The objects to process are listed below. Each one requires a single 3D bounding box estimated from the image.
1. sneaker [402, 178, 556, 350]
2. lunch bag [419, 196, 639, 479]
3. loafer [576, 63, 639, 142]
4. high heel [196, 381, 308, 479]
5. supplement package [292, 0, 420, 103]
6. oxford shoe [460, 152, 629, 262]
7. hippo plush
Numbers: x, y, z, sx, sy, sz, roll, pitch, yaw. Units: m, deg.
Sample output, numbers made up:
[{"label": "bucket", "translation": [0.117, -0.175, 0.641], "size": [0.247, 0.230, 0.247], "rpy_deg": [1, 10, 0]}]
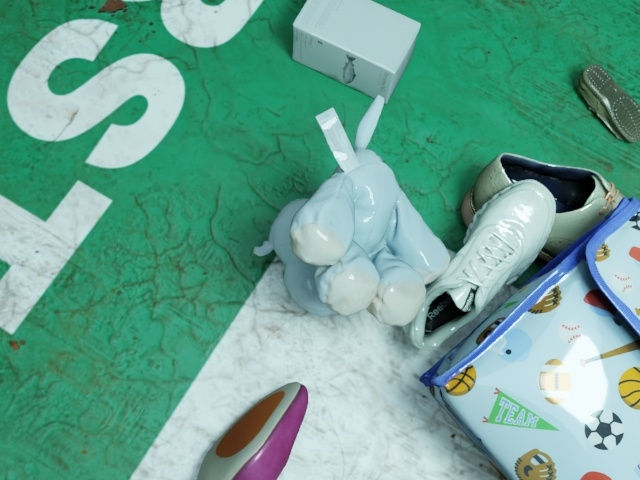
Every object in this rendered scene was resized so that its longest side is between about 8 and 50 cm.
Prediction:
[{"label": "sneaker", "translation": [0.223, 0.043, 1.123], "size": [0.110, 0.118, 0.292], "rpy_deg": [39, 101, 3]}, {"label": "lunch bag", "translation": [0.379, 0.175, 1.054], "size": [0.385, 0.239, 0.328], "rpy_deg": [-39, 83, -5]}, {"label": "loafer", "translation": [0.476, -0.224, 1.323], "size": [0.056, 0.050, 0.148], "rpy_deg": [-35, 92, -10]}, {"label": "high heel", "translation": [-0.094, 0.379, 1.077], "size": [0.181, 0.127, 0.377], "rpy_deg": [46, 68, -18]}, {"label": "supplement package", "translation": [0.055, -0.321, 1.301], "size": [0.179, 0.105, 0.105], "rpy_deg": [26, 71, 7]}, {"label": "oxford shoe", "translation": [0.413, -0.016, 1.187], "size": [0.397, 0.146, 0.140], "rpy_deg": [17, 59, 1]}, {"label": "hippo plush", "translation": [0.000, 0.000, 1.105], "size": [0.234, 0.236, 0.294], "rpy_deg": [-24, 88, -43]}]
